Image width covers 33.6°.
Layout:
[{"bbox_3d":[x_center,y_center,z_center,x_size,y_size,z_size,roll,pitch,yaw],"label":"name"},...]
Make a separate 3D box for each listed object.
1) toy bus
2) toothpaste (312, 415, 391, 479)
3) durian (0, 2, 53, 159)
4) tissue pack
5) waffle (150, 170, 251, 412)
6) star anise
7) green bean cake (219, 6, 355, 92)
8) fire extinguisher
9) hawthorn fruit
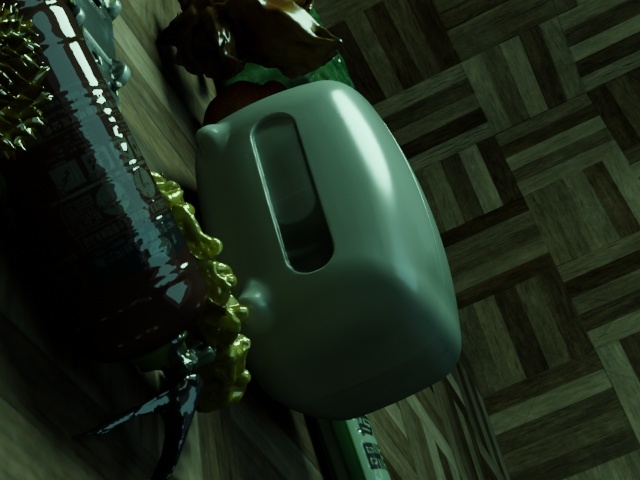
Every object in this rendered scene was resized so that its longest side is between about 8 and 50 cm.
[{"bbox_3d":[-0.215,-0.185,0.897,0.081,0.074,0.226,56,14,-46],"label":"toy bus"},{"bbox_3d":[0.011,0.169,1.230,0.099,0.061,0.392,29,33,-50],"label":"toothpaste"},{"bbox_3d":[-0.221,-0.098,0.541,0.158,0.137,0.168,45,26,-3],"label":"durian"},{"bbox_3d":[0.000,0.000,1.096,0.236,0.229,0.333,49,20,-56],"label":"tissue pack"},{"bbox_3d":[-0.115,0.043,0.834,0.194,0.051,0.149,59,-33,11],"label":"waffle"},{"bbox_3d":[-0.102,-0.278,1.337,0.148,0.237,0.346,52,-20,-27],"label":"star anise"},{"bbox_3d":[-0.037,-0.235,1.632,0.300,0.169,0.308,53,14,-47],"label":"green bean cake"},{"bbox_3d":[-0.162,0.000,0.711,0.138,0.102,0.344,-32,99,-47],"label":"fire extinguisher"},{"bbox_3d":[-0.074,-0.125,1.298,0.133,0.133,0.138,34,54,-70],"label":"hawthorn fruit"}]
